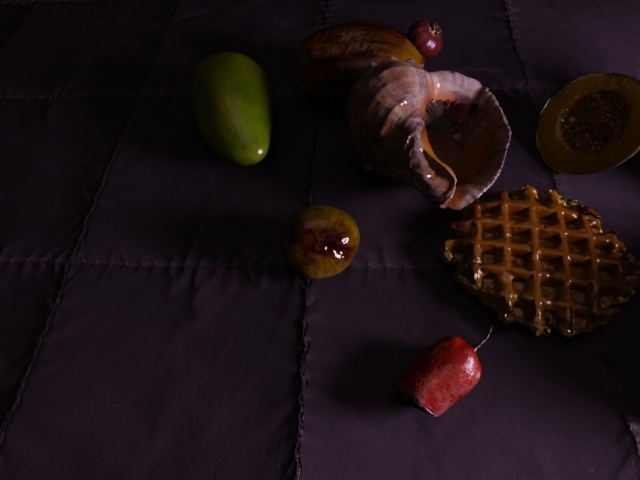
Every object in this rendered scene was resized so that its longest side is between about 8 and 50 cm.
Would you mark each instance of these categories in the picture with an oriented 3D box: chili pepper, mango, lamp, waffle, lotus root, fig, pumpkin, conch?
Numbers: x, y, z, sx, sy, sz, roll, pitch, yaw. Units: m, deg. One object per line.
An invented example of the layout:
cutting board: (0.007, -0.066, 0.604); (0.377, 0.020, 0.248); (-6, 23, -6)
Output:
chili pepper: (0.205, 0.193, 0.740); (0.192, 0.084, 0.086); (-38, 77, -15)
mango: (-0.190, -0.298, 1.074); (0.192, 0.156, 0.343); (-21, 59, 0)
lamp: (0.271, -0.521, 1.229); (0.101, 0.090, 0.101); (22, 50, -28)
waffle: (0.389, 0.021, 0.854); (0.302, 0.068, 0.325); (-31, 59, -16)
lotus root: (0.099, -0.403, 1.117); (0.291, 0.193, 0.193); (5, 55, 15)
fig: (0.002, 0.000, 0.866); (0.153, 0.121, 0.135); (-19, 92, -31)
pumpkin: (0.577, -0.231, 0.980); (0.110, 0.217, 0.217); (8, 45, -38)
conch: (0.211, -0.203, 0.956); (0.297, 0.210, 0.352); (-14, 75, -6)
